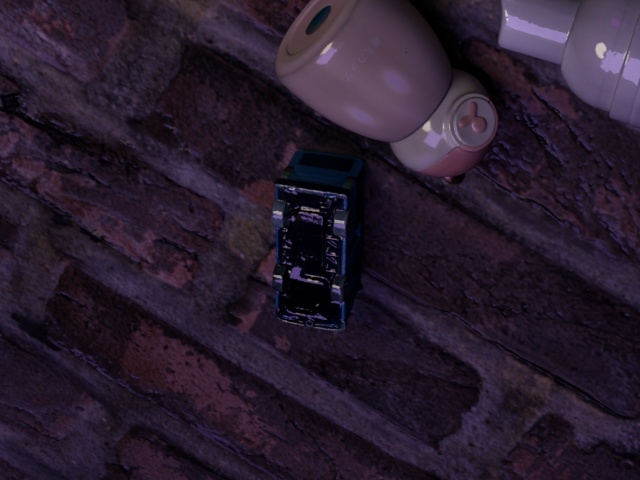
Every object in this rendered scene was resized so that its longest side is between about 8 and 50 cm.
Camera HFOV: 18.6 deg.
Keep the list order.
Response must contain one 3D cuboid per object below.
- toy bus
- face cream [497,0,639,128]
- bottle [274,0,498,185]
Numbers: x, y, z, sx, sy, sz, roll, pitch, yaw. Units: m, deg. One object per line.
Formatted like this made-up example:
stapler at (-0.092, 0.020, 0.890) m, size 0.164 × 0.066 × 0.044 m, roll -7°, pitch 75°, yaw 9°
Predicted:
toy bus at (0.000, 0.000, 2.179) m, size 0.090 × 0.106 × 0.184 m, roll 9°, pitch 124°, yaw 11°
face cream at (0.326, -0.175, 1.877) m, size 0.370 × 0.145 × 0.145 m, roll 18°, pitch 132°, yaw 10°
bottle at (0.083, -0.155, 2.001) m, size 0.236 × 0.147 × 0.147 m, roll 38°, pitch 132°, yaw -20°
